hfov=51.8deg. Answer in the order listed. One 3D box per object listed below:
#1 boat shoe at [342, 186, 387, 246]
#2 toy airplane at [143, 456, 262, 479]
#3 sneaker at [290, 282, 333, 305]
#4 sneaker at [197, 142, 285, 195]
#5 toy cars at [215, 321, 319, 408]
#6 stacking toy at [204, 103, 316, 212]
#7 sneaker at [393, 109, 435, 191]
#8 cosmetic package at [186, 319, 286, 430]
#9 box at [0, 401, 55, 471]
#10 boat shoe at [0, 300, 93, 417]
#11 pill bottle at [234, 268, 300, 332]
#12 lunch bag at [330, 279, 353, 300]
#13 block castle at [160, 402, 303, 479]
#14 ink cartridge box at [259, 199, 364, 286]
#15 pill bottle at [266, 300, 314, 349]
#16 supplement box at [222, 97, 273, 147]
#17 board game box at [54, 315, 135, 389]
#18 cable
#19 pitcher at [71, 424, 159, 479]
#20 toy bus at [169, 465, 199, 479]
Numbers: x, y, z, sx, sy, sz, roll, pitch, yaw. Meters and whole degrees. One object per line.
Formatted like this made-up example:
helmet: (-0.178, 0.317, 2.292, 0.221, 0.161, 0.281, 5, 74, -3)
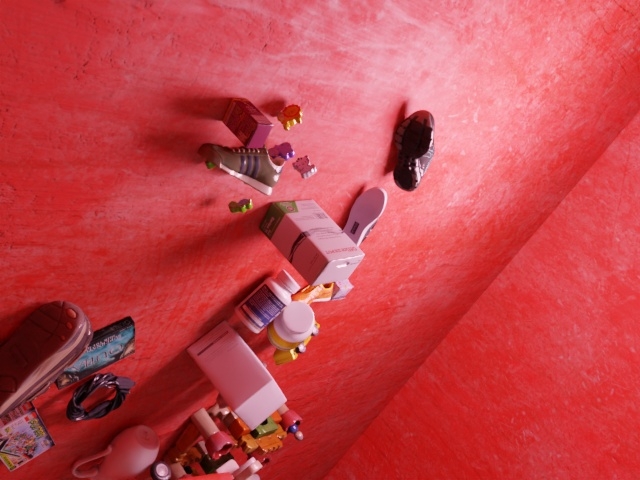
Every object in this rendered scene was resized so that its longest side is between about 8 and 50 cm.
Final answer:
boat shoe: (0.125, -0.061, 1.827, 0.076, 0.080, 0.228, -37, 156, -55)
toy airplane: (-0.322, 0.766, 1.870, 0.384, 0.272, 0.386, -21, 148, -10)
sneaker: (-0.031, 0.154, 1.960, 0.175, 0.064, 0.067, -15, 121, -50)
sneaker: (-0.142, -0.159, 1.249, 0.192, 0.064, 0.086, 29, 96, -47)
toy cars: (-0.169, 0.355, 2.007, 0.393, 0.087, 0.176, -36, -169, -12)
stacking toy: (-0.118, -0.163, 1.352, 0.221, 0.052, 0.167, -31, 143, -10)
sneaker: (0.250, -0.249, 1.723, 0.106, 0.101, 0.267, -51, 163, -32)
cosmetic package: (-0.224, 0.372, 1.807, 0.138, 0.225, 0.224, -37, 154, -12)
box: (-0.678, 0.440, 1.482, 0.114, 0.036, 0.207, -30, 151, -26)
boat shoe: (-0.579, 0.268, 1.259, 0.355, 0.132, 0.130, -38, 153, -9)
pill bottle: (-0.138, 0.158, 1.753, 0.169, 0.094, 0.094, -43, 154, 0)
lunch bag: (0.051, 0.161, 2.075, 0.071, 0.053, 0.083, -4, 143, -50)
block castle: (-0.281, 0.699, 2.232, 0.303, 0.213, 0.453, -54, 152, 20)
ink cartridge box: (-0.020, 0.002, 1.556, 0.153, 0.208, 0.087, -6, 136, -51)
pill bottle: (-0.081, 0.237, 1.863, 0.117, 0.118, 0.208, -32, 171, -21)
supplement box: (-0.134, -0.216, 1.211, 0.043, 0.083, 0.055, -9, 139, -49)
board game box: (-0.500, 0.249, 1.459, 0.186, 0.026, 0.126, -25, 148, -33)
cable: (-0.541, 0.378, 1.585, 0.150, 0.047, 0.184, -42, 157, 8)
pitcher: (-0.560, 0.597, 1.809, 0.207, 0.125, 0.177, -44, 135, 16)
toy bus: (-0.533, 0.901, 2.279, 0.211, 0.149, 0.220, -37, 159, 18)
